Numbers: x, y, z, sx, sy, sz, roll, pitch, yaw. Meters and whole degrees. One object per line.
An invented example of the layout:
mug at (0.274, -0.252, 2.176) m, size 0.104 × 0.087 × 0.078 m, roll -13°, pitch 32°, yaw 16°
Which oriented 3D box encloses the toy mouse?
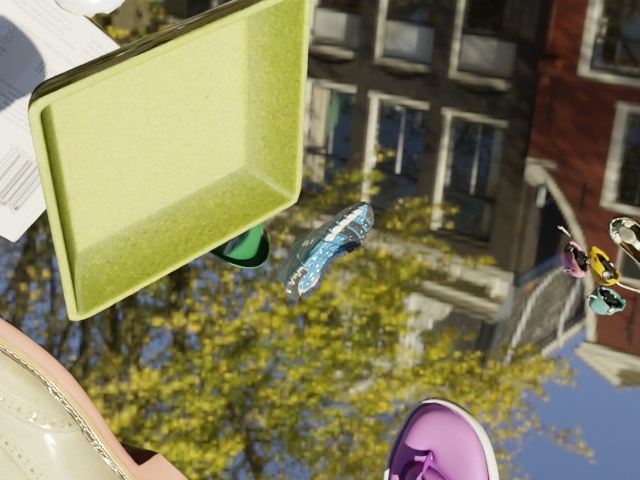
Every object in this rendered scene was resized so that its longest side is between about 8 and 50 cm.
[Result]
toy mouse at (0.372, 0.056, 1.471) m, size 0.161 × 0.031 × 0.143 m, roll 46°, pitch -146°, yaw -6°

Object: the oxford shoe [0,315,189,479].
oxford shoe at (-0.248, 0.167, 0.835) m, size 0.146 × 0.397 × 0.140 m, roll -52°, pitch -164°, yaw -24°

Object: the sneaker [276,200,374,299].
sneaker at (0.000, 0.000, 1.674) m, size 0.071 × 0.191 × 0.083 m, roll 40°, pitch -172°, yaw -45°

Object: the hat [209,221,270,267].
hat at (-0.106, -0.092, 1.634) m, size 0.173 × 0.183 × 0.208 m, roll 5°, pitch -133°, yaw -49°

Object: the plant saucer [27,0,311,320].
plant saucer at (-0.095, -0.061, 0.660) m, size 0.188 × 0.188 × 0.045 m, roll -31°, pitch -123°, yaw -27°

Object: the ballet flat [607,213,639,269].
ballet flat at (0.360, 0.013, 1.175) m, size 0.041 × 0.041 × 0.114 m, roll -16°, pitch -126°, yaw -44°

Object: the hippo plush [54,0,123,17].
hippo plush at (-0.056, -0.229, 0.368) m, size 0.234 × 0.236 × 0.294 m, roll -36°, pitch -167°, yaw 13°

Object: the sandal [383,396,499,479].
sandal at (0.134, 0.419, 1.426) m, size 0.169 × 0.416 × 0.102 m, roll 15°, pitch -170°, yaw 26°

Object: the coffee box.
coffee box at (-0.523, -0.266, 1.564) m, size 0.334 × 0.338 × 0.337 m, roll 42°, pitch -179°, yaw 34°
